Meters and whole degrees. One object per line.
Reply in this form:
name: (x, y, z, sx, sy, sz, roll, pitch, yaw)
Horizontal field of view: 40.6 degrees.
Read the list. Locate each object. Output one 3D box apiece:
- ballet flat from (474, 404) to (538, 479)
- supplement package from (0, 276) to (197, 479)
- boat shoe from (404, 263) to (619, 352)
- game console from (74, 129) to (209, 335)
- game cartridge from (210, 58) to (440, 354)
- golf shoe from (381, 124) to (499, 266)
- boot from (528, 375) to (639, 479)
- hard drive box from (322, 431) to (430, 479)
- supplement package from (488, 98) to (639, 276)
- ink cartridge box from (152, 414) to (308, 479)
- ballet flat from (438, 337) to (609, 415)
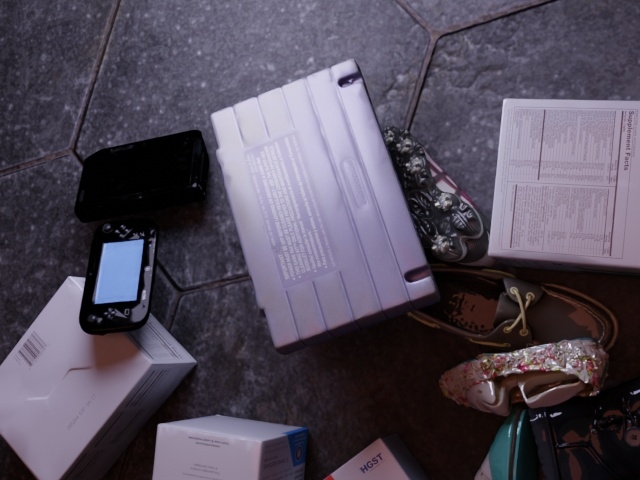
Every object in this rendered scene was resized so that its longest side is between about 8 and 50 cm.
ballet flat: (0.246, 0.346, 1.149, 0.087, 0.083, 0.247, -12, 78, 34)
supplement package: (-0.369, 0.221, 1.363, 0.204, 0.145, 0.262, 42, 99, 19)
boat shoe: (0.242, 0.097, 1.169, 0.304, 0.091, 0.109, 12, 88, 22)
game console: (-0.283, -0.016, 1.330, 0.213, 0.044, 0.361, -11, 52, 12)
game cartridge: (-0.004, -0.048, 1.156, 0.230, 0.068, 0.355, -21, 70, 12)
golf shoe: (0.151, -0.054, 1.224, 0.105, 0.120, 0.273, -47, 48, 17)
boot: (0.392, 0.296, 1.086, 0.207, 0.094, 0.247, -19, 71, 22)
hard drive box: (0.093, 0.414, 1.193, 0.181, 0.089, 0.232, -41, 71, 12)
supplement package: (0.364, -0.056, 1.081, 0.262, 0.199, 0.198, 5, 86, 21)
ink cartridge box: (-0.131, 0.382, 1.239, 0.168, 0.171, 0.233, 3, 86, 22)
ballet flat: (0.258, 0.186, 1.131, 0.241, 0.091, 0.077, -22, 36, 33)
